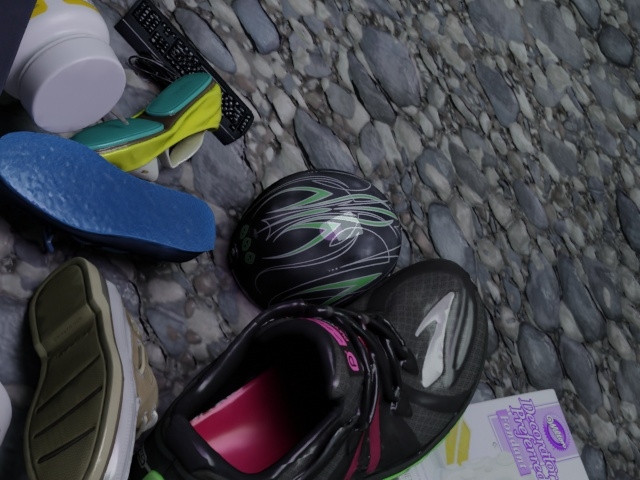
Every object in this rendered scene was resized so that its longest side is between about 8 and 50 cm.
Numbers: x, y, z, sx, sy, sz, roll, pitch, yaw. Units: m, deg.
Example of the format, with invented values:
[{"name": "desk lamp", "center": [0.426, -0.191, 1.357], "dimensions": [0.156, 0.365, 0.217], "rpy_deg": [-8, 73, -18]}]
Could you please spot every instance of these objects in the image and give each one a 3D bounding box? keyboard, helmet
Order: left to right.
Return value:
[{"name": "keyboard", "center": [-0.145, -0.188, 1.852], "dimensions": [0.192, 0.038, 0.100], "rpy_deg": [46, 41, -15]}, {"name": "helmet", "center": [0.000, 0.000, 1.787], "dimensions": [0.169, 0.161, 0.169], "rpy_deg": [26, 49, -35]}]

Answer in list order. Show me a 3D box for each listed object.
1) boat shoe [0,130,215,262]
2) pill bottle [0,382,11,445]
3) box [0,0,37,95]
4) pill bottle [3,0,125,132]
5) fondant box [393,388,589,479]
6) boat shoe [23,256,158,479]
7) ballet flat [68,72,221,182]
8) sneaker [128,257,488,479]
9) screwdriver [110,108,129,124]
[{"name": "boat shoe", "center": [-0.225, -0.023, 1.623], "dimensions": [0.258, 0.089, 0.109], "rpy_deg": [28, 57, -32]}, {"name": "pill bottle", "center": [-0.342, 0.202, 1.310], "dimensions": [0.131, 0.131, 0.229], "rpy_deg": [40, 42, -23]}, {"name": "box", "center": [-0.402, -0.236, 1.338], "dimensions": [0.312, 0.179, 0.343], "rpy_deg": [36, 45, -26]}, {"name": "pill bottle", "center": [-0.278, -0.210, 1.608], "dimensions": [0.119, 0.119, 0.208], "rpy_deg": [2, 45, -47]}, {"name": "fondant box", "center": [0.177, 0.304, 1.839], "dimensions": [0.330, 0.096, 0.238], "rpy_deg": [-3, 69, -49]}, {"name": "boat shoe", "center": [-0.194, 0.139, 1.482], "dimensions": [0.103, 0.113, 0.302], "rpy_deg": [44, 22, -33]}, {"name": "ballet flat", "center": [-0.177, -0.104, 1.737], "dimensions": [0.231, 0.077, 0.077], "rpy_deg": [-38, 129, -48]}, {"name": "sneaker", "center": [0.016, 0.146, 1.599], "dimensions": [0.185, 0.202, 0.483], "rpy_deg": [42, 48, 16]}, {"name": "screwdriver", "center": [-0.261, -0.169, 1.687], "dimensions": [0.025, 0.024, 0.170], "rpy_deg": [-43, 81, -16]}]
